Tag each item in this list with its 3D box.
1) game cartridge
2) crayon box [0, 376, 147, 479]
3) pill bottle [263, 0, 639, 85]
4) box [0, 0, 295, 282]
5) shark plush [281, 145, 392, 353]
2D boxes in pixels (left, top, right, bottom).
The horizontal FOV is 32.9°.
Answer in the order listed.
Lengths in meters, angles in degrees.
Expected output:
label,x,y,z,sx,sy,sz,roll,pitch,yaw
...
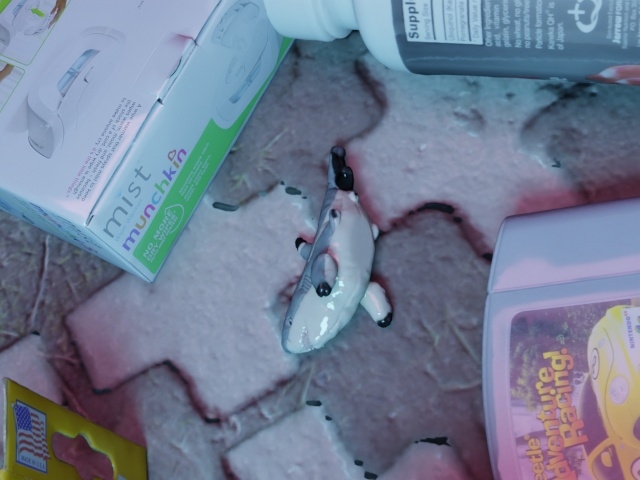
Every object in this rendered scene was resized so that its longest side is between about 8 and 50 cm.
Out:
label,x,y,z,sx,sy,sz,roll,pitch,yaw
game cartridge,0.203,0.109,0.683,0.196,0.060,0.294,-11,65,16
crayon box,-0.169,0.267,0.641,0.083,0.203,0.323,-13,65,11
pill bottle,0.125,-0.203,0.766,0.318,0.176,0.176,6,70,19
box,-0.177,-0.139,0.855,0.231,0.127,0.262,23,76,23
shark plush,0.000,0.000,0.789,0.067,0.073,0.161,-21,65,41
